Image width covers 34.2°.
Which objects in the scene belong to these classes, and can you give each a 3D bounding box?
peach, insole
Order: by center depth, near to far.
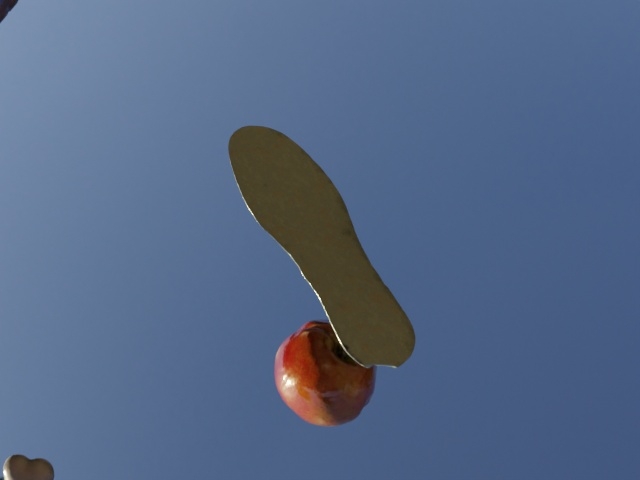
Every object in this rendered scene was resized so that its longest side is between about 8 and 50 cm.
[{"bbox_3d":[0.000,0.000,0.682,0.065,0.004,0.197,-22,-111,-29],"label":"insole"},{"bbox_3d":[0.004,0.120,0.932,0.100,0.101,0.101,-3,-138,3],"label":"peach"}]

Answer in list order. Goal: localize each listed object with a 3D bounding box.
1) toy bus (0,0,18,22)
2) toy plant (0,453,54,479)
[{"bbox_3d":[-0.359,-0.420,0.902,0.209,0.440,0.249,16,-132,6],"label":"toy bus"},{"bbox_3d":[-0.240,0.306,0.856,0.232,0.243,0.112,-45,-172,15],"label":"toy plant"}]
